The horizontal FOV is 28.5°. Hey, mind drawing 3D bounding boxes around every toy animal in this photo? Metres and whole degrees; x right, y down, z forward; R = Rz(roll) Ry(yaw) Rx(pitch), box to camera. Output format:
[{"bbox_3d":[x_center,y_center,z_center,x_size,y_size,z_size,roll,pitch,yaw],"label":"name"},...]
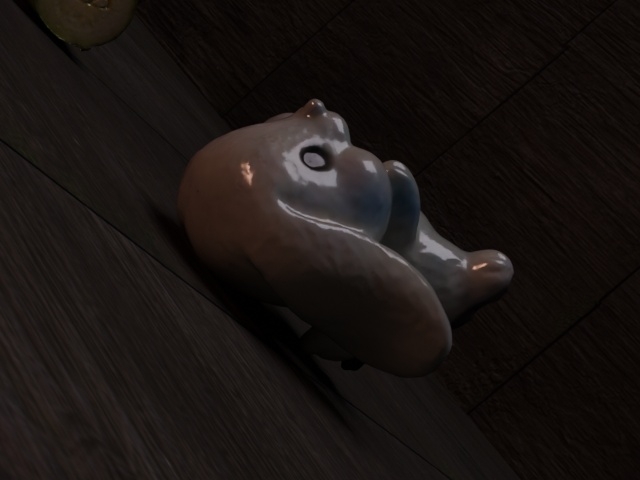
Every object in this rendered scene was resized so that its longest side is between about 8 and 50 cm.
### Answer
[{"bbox_3d":[0.000,0.002,1.075,0.289,0.174,0.249,34,-6,-23],"label":"toy animal"}]

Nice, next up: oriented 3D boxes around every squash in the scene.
[{"bbox_3d":[-0.273,-0.292,1.362,0.123,0.123,0.186,46,0,-37],"label":"squash"}]
